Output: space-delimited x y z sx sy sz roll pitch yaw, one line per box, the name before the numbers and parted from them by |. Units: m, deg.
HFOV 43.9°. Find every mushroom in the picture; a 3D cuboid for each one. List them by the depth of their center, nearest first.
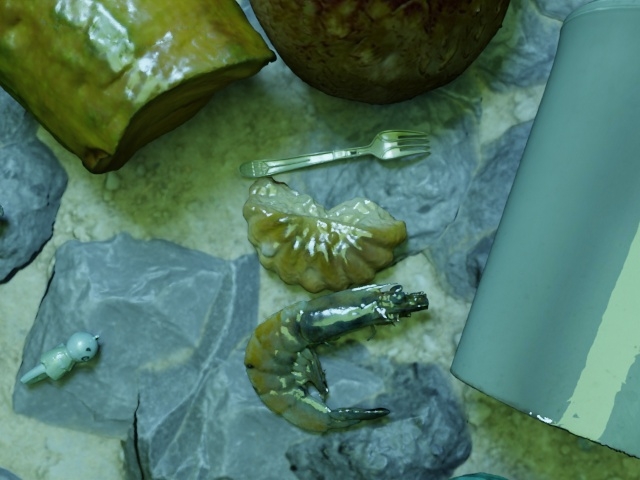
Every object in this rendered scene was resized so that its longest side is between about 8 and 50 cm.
mushroom | 0.071 -0.307 0.794 0.345 0.239 0.345 -7 122 -12

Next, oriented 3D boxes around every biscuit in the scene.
biscuit | 0.000 0.000 0.870 0.183 0.061 0.118 12 89 0

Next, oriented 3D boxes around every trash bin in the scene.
trash bin | 0.315 -0.027 0.761 0.280 0.280 0.432 21 90 3

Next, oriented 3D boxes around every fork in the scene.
fork | 0.015 -0.098 0.894 0.220 0.028 0.034 -8 91 1

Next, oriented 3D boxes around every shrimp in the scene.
shrimp | 0.026 0.129 0.871 0.217 0.051 0.150 -20 89 8

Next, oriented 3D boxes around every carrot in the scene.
carrot | -0.230 -0.231 0.807 0.241 0.241 0.340 -44 88 -1

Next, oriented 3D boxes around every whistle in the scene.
whistle | -0.288 0.133 0.885 0.100 0.035 0.035 -31 85 1

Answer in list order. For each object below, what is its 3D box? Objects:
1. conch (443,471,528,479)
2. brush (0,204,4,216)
conch | 0.175 0.320 0.812 0.202 0.134 0.196 -14 126 -5
brush | -0.516 -0.045 0.901 0.323 0.051 0.070 7 80 5
